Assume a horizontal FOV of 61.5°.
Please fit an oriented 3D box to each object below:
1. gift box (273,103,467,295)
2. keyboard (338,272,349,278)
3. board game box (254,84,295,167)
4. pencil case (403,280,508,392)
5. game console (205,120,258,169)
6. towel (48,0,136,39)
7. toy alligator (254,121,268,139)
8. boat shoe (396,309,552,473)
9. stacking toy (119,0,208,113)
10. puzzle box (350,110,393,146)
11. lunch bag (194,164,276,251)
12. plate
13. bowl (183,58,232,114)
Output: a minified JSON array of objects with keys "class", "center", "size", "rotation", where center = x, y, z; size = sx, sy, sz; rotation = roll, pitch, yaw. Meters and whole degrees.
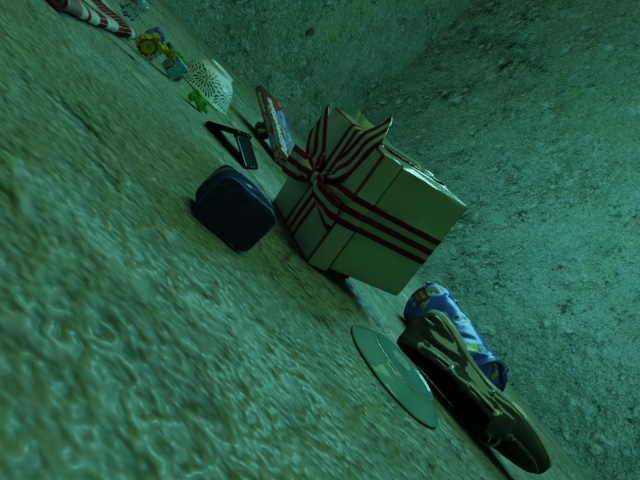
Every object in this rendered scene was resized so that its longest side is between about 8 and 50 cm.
[{"class":"gift box","center":[0.079,-0.095,0.999],"size":[0.258,0.277,0.255],"rotation":[22,16,-33]},{"class":"keyboard","center":[0.000,0.000,1.097],"size":[0.108,0.023,0.180],"rotation":[41,10,-36]},{"class":"board game box","center":[-0.125,-0.330,1.646],"size":[0.145,0.027,0.282],"rotation":[31,38,-58]},{"class":"pencil case","center":[0.294,0.219,1.187],"size":[0.306,0.133,0.120],"rotation":[-118,-173,-57]},{"class":"game console","center":[-0.184,-0.199,1.129],"size":[0.107,0.071,0.122],"rotation":[17,8,3]},{"class":"towel","center":[-0.455,-0.466,0.934],"size":[0.237,0.037,0.329],"rotation":[47,9,-9]},{"class":"toy alligator","center":[-0.175,-0.336,1.672],"size":[0.190,0.056,0.052],"rotation":[-89,180,-68]},{"class":"boat shoe","center":[0.261,0.281,0.953],"size":[0.335,0.095,0.112],"rotation":[53,-26,14]},{"class":"stacking toy","center":[-0.320,-0.378,1.107],"size":[0.167,0.052,0.221],"rotation":[62,4,32]},{"class":"puzzle box","center":[0.129,-0.127,1.466],"size":[0.409,0.272,0.052],"rotation":[52,6,22]},{"class":"lunch bag","center":[-0.099,-0.039,0.644],"size":[0.098,0.067,0.065],"rotation":[44,10,-25]},{"class":"plate","center":[0.117,0.193,0.802],"size":[0.188,0.024,0.188],"rotation":[45,9,-9]},{"class":"bowl","center":[-0.282,-0.416,1.397],"size":[0.170,0.080,0.170],"rotation":[45,10,-10]}]
